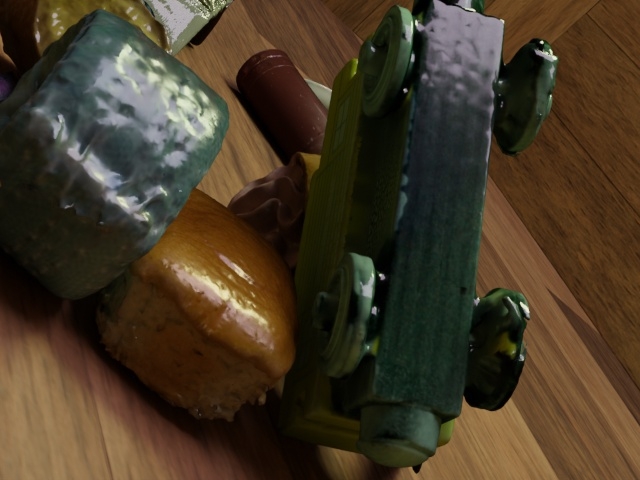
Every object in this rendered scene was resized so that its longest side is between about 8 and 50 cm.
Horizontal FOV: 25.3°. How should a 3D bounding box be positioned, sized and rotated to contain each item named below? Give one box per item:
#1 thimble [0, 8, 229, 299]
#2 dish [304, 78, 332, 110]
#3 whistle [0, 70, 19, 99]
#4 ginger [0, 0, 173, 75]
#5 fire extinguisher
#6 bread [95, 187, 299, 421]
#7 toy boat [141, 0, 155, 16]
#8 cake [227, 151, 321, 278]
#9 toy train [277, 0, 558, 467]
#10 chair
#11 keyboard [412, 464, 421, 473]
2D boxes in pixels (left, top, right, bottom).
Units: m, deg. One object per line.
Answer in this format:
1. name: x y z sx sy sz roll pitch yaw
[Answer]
1. thimble: -0.180 -0.067 1.097 0.143 0.198 0.235 41 13 -19
2. dish: -0.032 -0.199 2.284 0.141 0.078 0.141 19 -14 5
3. whistle: -0.298 -0.127 1.264 0.033 0.033 0.176 47 13 -4
4. ginger: -0.222 -0.155 1.372 0.221 0.130 0.275 130 -57 -64
5. fire extinguisher: -0.026 -0.169 2.126 0.105 0.105 0.269 28 24 -55
6. bread: -0.102 0.045 1.196 0.174 0.121 0.245 46 15 -13
7. toy boat: -0.331 -0.331 1.729 0.291 0.067 0.220 30 19 -37
8. cake: -0.024 0.013 1.495 0.185 0.178 0.207 -134 -143 -76
9. toy train: 0.074 -0.007 1.276 0.179 0.442 0.272 14 -20 -13
10. chair: -0.206 -0.369 2.088 0.160 0.319 0.186 47 -32 -9
11. keyboard: 0.111 0.176 1.502 0.041 0.103 0.381 15 -2 9
